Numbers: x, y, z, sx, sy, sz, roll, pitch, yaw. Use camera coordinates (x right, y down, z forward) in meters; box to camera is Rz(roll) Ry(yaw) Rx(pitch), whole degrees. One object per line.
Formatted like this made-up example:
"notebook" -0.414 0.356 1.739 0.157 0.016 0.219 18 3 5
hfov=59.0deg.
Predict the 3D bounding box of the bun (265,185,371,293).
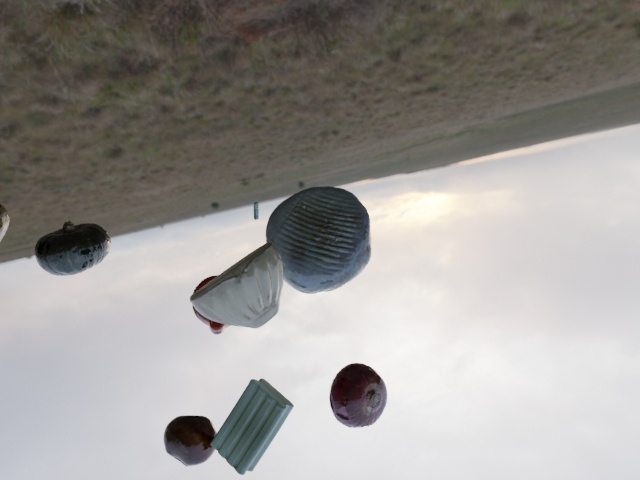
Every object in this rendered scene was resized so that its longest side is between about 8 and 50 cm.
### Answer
"bun" 0.000 0.000 1.827 0.361 0.362 0.211 -13 160 -1

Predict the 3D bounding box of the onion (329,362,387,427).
"onion" 0.101 0.428 1.565 0.153 0.178 0.177 20 -156 35

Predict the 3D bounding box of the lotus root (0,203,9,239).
"lotus root" -0.987 -0.016 1.599 0.260 0.128 0.145 -47 157 18

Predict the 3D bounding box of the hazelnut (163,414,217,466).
"hazelnut" -0.452 0.676 1.947 0.177 0.178 0.203 -17 -178 -37

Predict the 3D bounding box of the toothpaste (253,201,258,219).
"toothpaste" -0.307 -0.140 2.699 0.017 0.084 0.020 22 -149 36

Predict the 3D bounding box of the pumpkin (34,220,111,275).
"pumpkin" -0.731 0.020 1.670 0.211 0.152 0.212 -18 -158 8

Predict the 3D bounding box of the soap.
"soap" -0.225 0.611 1.868 0.159 0.266 0.087 33 -177 25

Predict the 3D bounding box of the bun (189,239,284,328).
"bun" -0.187 0.139 1.460 0.263 0.175 0.263 -33 -176 3

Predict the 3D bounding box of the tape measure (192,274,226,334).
"tape measure" -0.454 0.280 2.582 0.253 0.260 0.114 -39 167 -21
